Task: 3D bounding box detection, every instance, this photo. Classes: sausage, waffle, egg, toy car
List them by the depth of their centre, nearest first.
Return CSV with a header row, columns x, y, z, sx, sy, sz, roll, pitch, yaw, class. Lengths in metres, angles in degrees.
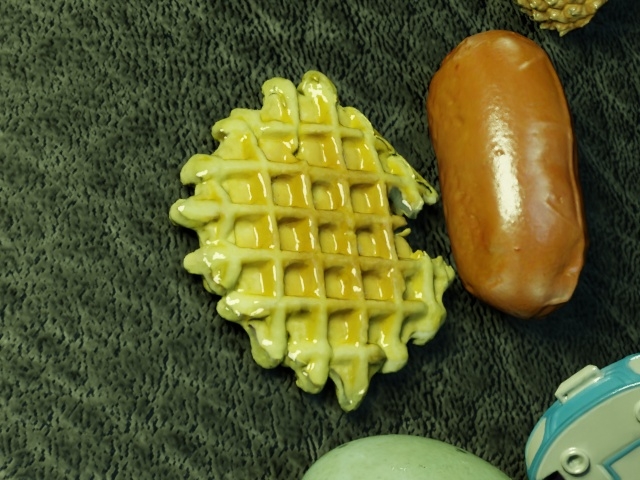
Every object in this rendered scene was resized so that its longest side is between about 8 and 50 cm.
x,y,z,sx,sy,sz,roll,pitch,yaw,class
0.295,0.207,1.464,0.314,0.198,0.166,48,19,-11,toy car
0.081,0.241,1.472,0.236,0.169,0.169,28,60,-22,egg
0.001,-0.001,1.575,0.261,0.056,0.250,47,54,-16,waffle
0.166,-0.060,1.667,0.133,0.133,0.258,3,73,-35,sausage

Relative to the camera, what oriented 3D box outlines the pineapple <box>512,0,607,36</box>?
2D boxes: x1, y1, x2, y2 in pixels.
x,y,z,sx,sy,sz,roll,pitch,yaw,class
0.151,-0.304,1.755,0.277,0.119,0.130,38,100,-18,pineapple
